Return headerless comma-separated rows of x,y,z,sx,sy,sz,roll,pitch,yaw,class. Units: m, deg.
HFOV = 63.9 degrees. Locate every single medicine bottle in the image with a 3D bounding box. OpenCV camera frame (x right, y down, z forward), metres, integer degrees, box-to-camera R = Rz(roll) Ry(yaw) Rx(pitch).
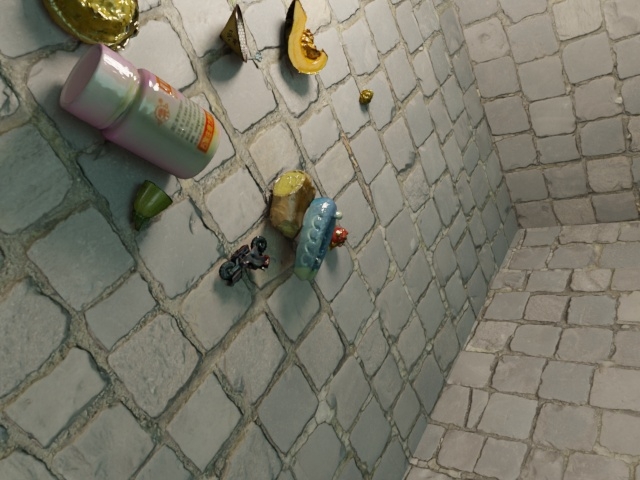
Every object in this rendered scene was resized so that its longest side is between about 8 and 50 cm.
-0.485,-0.344,1.421,0.388,0.219,0.219,29,65,-43,medicine bottle

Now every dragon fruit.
0.063,-0.006,2.149,0.081,0.086,0.116,39,95,-14,dragon fruit

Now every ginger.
-0.101,-0.130,1.932,0.276,0.130,0.221,-47,132,-42,ginger

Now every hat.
-0.308,-0.710,1.773,0.193,0.082,0.193,-5,90,-90,hat

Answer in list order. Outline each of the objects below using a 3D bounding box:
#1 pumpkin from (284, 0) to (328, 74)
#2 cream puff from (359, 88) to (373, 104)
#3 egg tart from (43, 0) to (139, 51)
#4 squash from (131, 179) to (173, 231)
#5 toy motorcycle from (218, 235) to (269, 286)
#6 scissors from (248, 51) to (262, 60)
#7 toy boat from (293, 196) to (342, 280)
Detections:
-0.103,-0.774,2.013,0.163,0.111,0.279,-47,124,-23,pumpkin
0.212,-0.674,2.401,0.058,0.083,0.083,32,66,7,cream puff
-0.603,-0.656,1.391,0.290,0.107,0.291,5,84,-49,egg tart
-0.509,-0.095,1.485,0.132,0.105,0.105,-53,127,-15,squash
-0.255,0.081,1.769,0.213,0.082,0.122,-41,119,-30,toy motorcycle
-0.245,-0.676,1.893,0.083,0.006,0.036,-32,113,-46,scissors
0.000,0.000,1.955,0.215,0.123,0.330,30,75,-75,toy boat
